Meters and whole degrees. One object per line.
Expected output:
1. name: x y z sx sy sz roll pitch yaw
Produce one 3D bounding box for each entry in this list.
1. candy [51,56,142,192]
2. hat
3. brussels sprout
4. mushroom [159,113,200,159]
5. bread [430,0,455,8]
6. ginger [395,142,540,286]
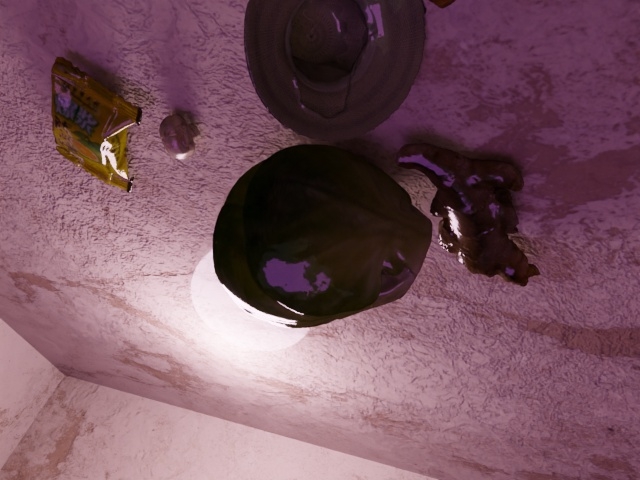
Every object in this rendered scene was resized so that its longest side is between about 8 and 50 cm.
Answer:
1. candy: -0.439 -0.206 1.077 0.187 0.081 0.297 30 144 -5
2. hat: 0.004 -0.263 0.714 0.252 0.252 0.110 53 174 -34
3. brussels sprout: 0.000 -0.005 0.912 0.355 0.289 0.281 9 156 11
4. mushroom: -0.256 -0.190 1.010 0.083 0.067 0.083 49 157 29
5. bread: 0.126 -0.343 0.596 0.154 0.054 0.136 21 147 -28
6. ginger: 0.257 -0.042 0.901 0.166 0.080 0.333 -15 123 25
